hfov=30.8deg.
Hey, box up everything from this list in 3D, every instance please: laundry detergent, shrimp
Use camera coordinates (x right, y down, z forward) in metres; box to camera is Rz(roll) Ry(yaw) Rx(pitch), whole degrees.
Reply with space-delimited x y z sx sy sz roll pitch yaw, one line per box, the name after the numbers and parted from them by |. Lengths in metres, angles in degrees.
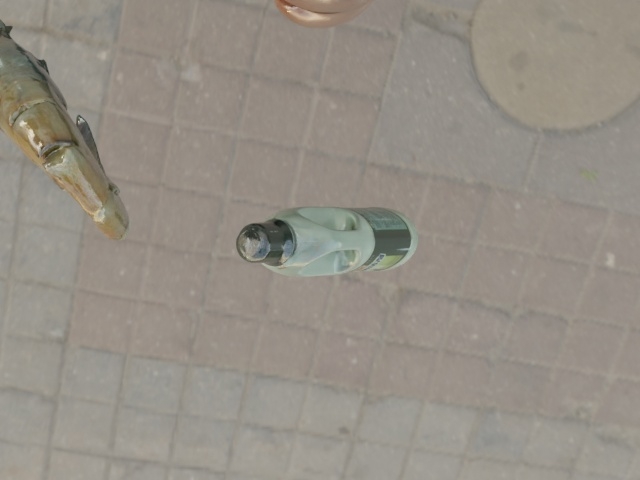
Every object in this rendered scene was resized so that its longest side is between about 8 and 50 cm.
0.000 0.000 1.139 0.099 0.226 0.070 6 93 34 | laundry detergent
-0.232 -0.098 0.993 0.075 0.289 0.178 -43 143 -10 | shrimp

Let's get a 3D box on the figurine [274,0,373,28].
-0.063 -0.372 1.246 0.388 0.276 0.248 19 123 -13 | figurine
